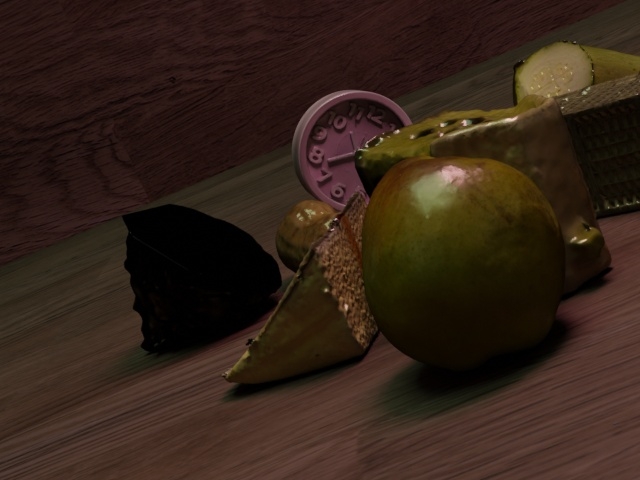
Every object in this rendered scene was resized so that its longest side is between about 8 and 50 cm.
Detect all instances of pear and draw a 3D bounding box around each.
[{"bbox_3d":[0.125,0.016,1.191,0.200,0.200,0.200,-23,10,4],"label":"pear"}]

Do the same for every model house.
[{"bbox_3d":[0.186,-0.044,1.348,0.174,0.193,0.234,-25,10,-38],"label":"model house"}]

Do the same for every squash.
[{"bbox_3d":[0.430,-0.219,1.879,0.287,0.137,0.137,-2,3,-20],"label":"squash"}]

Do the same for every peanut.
[{"bbox_3d":[0.000,0.000,1.774,0.095,0.108,0.226,-21,11,-16],"label":"peanut"}]

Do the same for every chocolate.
[{"bbox_3d":[-0.178,0.079,1.783,0.224,0.206,0.177,-22,-41,-63],"label":"chocolate"}]

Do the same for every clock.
[{"bbox_3d":[0.056,-0.142,2.117,0.197,0.197,0.068,-24,11,-7],"label":"clock"}]

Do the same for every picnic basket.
[{"bbox_3d":[0.343,-0.115,1.532,0.196,0.134,0.154,-14,13,46],"label":"picnic basket"}]

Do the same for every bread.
[{"bbox_3d":[-0.029,0.056,1.464,0.178,0.135,0.240,-19,13,20],"label":"bread"}]
